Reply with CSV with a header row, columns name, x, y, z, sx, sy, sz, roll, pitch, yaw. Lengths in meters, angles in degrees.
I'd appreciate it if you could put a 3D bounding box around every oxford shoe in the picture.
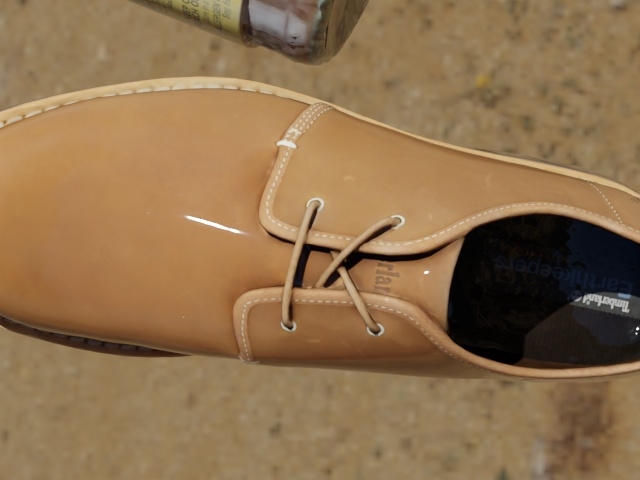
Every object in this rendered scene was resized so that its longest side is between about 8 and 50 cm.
name,x,y,z,sx,sy,sz,roll,pitch,yaw
oxford shoe,0.000,0.000,0.491,0.076,0.212,0.076,-134,48,-78

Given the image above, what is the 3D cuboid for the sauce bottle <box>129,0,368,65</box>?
name,x,y,z,sx,sy,sz,roll,pitch,yaw
sauce bottle,-0.135,-0.186,0.870,0.111,0.344,0.111,-62,-12,-22
